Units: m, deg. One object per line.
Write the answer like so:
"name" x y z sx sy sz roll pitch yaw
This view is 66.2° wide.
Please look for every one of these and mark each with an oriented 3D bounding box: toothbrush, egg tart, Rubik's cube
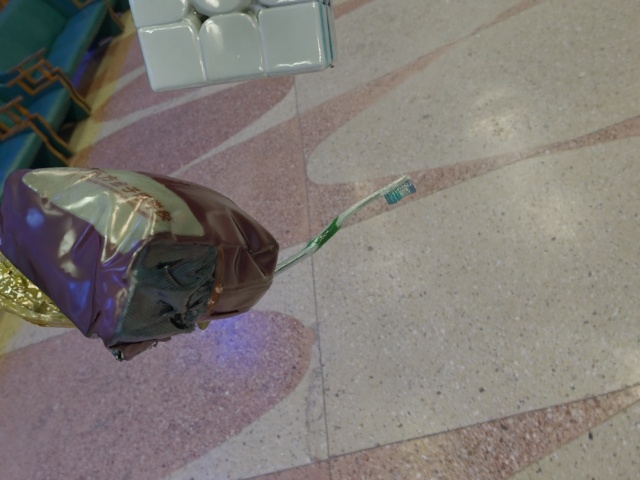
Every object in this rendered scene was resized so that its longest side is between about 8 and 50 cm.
"toothbrush" -0.003 -0.004 0.895 0.417 0.040 0.042 -31 6 -9
"egg tart" -0.448 0.039 0.876 0.294 0.294 0.116 38 117 45
"Rubik's cube" -0.133 -0.424 0.823 0.290 0.291 0.292 -5 21 9

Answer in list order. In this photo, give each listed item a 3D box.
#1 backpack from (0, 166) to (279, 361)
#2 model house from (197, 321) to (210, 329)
"backpack" -0.207 0.016 0.648 0.283 0.317 0.197 31 105 26
"model house" -0.292 0.069 1.138 0.252 0.184 0.292 -6 93 19
